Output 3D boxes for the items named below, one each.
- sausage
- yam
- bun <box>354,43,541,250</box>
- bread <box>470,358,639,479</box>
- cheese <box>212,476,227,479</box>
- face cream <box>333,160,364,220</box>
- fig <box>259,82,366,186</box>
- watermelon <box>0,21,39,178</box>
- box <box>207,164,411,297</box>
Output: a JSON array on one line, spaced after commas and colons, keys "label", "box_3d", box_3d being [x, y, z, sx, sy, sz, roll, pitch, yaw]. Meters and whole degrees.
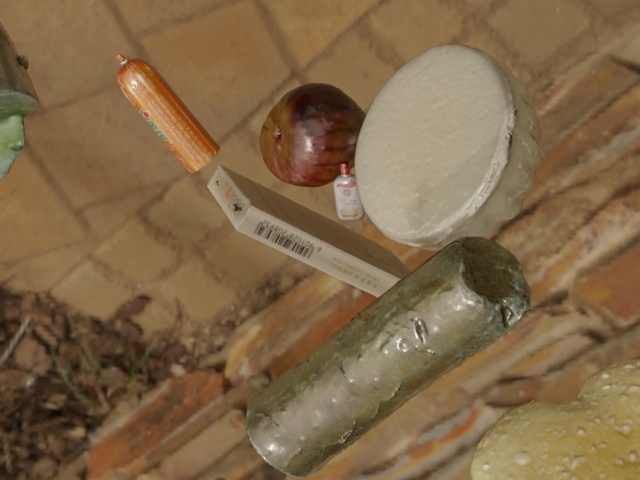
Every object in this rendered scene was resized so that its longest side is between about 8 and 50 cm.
[{"label": "sausage", "box_3d": [-0.269, -0.223, 1.951, 0.071, 0.071, 0.234, -32, 107, 27]}, {"label": "yam", "box_3d": [0.055, 0.096, 0.954, 0.093, 0.093, 0.259, 36, 117, -28]}, {"label": "bun", "box_3d": [0.186, -0.100, 1.438, 0.175, 0.263, 0.263, 20, 133, -41]}, {"label": "bread", "box_3d": [0.178, 0.143, 0.605, 0.251, 0.182, 0.039, -19, 144, -18]}, {"label": "cheese", "box_3d": [-0.157, 0.265, 1.029, 0.092, 0.047, 0.171, 37, 99, -11]}, {"label": "face cream", "box_3d": [0.038, -0.069, 1.591, 0.040, 0.021, 0.083, -3, 110, 14]}, {"label": "fig", "box_3d": [0.010, -0.160, 1.659, 0.202, 0.148, 0.149, -26, 161, -5]}, {"label": "watermelon", "box_3d": [-0.271, -0.081, 0.564, 0.213, 0.289, 0.320, -49, 127, -4]}, {"label": "box", "box_3d": [0.000, 0.001, 1.866, 0.365, 0.204, 0.051, 26, 101, -26]}]
